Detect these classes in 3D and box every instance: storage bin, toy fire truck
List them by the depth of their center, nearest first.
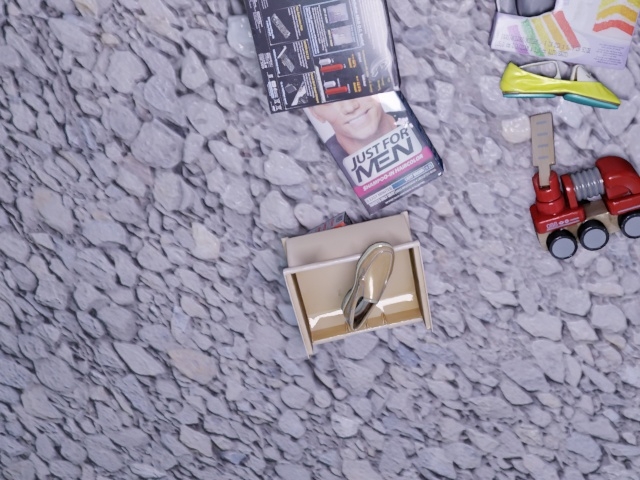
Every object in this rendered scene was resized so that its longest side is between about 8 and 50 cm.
[{"bbox_3d":[0.502,-0.122,1.735,0.217,0.158,0.246,-17,118,11],"label":"toy fire truck"},{"bbox_3d":[0.075,0.097,1.806,0.262,0.123,0.260,-13,127,1],"label":"storage bin"}]

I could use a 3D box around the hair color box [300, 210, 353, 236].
[{"bbox_3d":[0.000,0.000,1.849,0.141,0.072,0.043,-30,106,15],"label":"hair color box"}]

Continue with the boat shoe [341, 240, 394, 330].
[{"bbox_3d":[0.096,0.091,1.681,0.068,0.072,0.190,9,125,-15],"label":"boat shoe"}]

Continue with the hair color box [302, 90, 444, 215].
[{"bbox_3d":[0.080,-0.241,1.735,0.174,0.105,0.347,-30,104,14],"label":"hair color box"}]

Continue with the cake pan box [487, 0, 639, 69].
[{"bbox_3d":[0.453,-0.455,1.644,0.267,0.070,0.245,11,109,1],"label":"cake pan box"}]

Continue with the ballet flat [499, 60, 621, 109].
[{"bbox_3d":[0.459,-0.299,1.701,0.231,0.077,0.077,7,94,4],"label":"ballet flat"}]

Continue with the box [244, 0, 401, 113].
[{"bbox_3d":[-0.003,-0.397,1.582,0.243,0.076,0.307,-9,111,12],"label":"box"}]
